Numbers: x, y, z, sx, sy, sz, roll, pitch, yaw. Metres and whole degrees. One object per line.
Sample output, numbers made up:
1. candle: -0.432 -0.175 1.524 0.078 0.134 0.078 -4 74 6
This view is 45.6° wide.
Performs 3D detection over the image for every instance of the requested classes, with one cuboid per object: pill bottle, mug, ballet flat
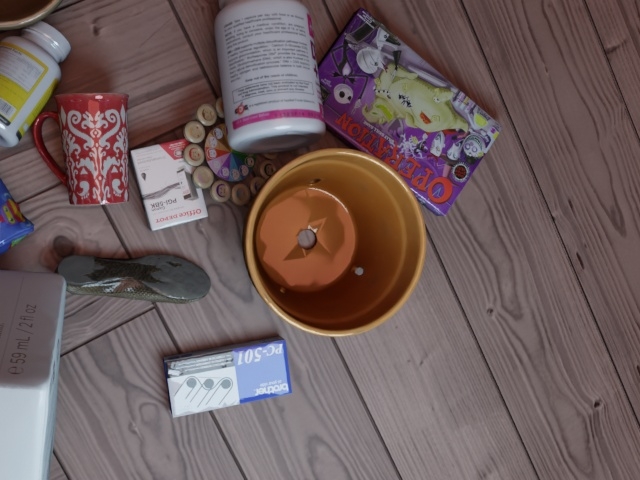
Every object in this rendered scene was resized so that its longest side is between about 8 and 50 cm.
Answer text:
1. pill bottle: -0.086 -0.296 1.231 0.160 0.160 0.283 -6 85 -16
2. pill bottle: -0.460 -0.242 1.154 0.103 0.103 0.184 33 69 -15
3. mug: -0.367 -0.144 1.208 0.113 0.150 0.170 -12 102 -52
4. ballet flat: -0.306 0.068 1.247 0.249 0.058 0.084 4 55 -22

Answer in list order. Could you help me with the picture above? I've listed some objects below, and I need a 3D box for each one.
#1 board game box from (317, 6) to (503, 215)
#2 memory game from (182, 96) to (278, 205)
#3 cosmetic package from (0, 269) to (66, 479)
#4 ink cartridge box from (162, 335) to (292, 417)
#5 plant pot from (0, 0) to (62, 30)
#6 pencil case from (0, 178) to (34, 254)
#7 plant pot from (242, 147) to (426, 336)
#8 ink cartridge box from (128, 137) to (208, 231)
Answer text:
1. board game box: 0.144 -0.227 1.372 0.346 0.056 0.208 36 86 -15
2. memory game: -0.147 -0.150 1.273 0.186 0.012 0.186 5 82 -35
3. cosmetic package: -0.555 0.239 0.992 0.393 0.329 0.328 5 110 -17
4. ink cartridge box: -0.157 0.230 1.296 0.207 0.046 0.097 -9 95 -16
5. plant pot: -0.488 -0.428 1.144 0.237 0.109 0.238 0 91 -17
6. pencil case: -0.561 -0.100 1.130 0.133 0.119 0.306 -27 102 24
7. plant pot: 0.000 0.000 1.254 0.290 0.203 0.291 -1 92 -17
8. ink cartridge box: -0.250 -0.091 1.253 0.099 0.056 0.135 -16 96 -16
